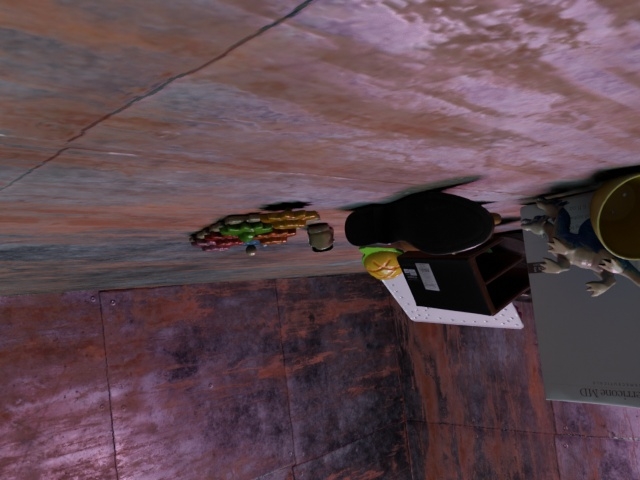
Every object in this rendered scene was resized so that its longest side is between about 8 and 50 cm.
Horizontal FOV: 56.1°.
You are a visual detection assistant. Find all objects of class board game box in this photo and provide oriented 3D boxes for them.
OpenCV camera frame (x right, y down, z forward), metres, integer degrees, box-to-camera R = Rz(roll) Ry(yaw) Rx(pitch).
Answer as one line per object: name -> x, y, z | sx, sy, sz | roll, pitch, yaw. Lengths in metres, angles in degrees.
board game box -> 0.396, 0.147, 1.872 | 0.390, 0.050, 0.390 | -1, 143, 35

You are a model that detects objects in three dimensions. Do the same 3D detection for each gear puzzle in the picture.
gear puzzle -> -0.094, -0.011, 1.005 | 0.175, 0.044, 0.339 | -3, 174, -28

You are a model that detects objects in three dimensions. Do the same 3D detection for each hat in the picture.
hat -> 0.606, 0.115, 1.874 | 0.331, 0.134, 0.331 | 29, 169, 6

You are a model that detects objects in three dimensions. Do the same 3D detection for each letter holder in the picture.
letter holder -> 0.379, 0.062, 1.516 | 0.214, 0.152, 0.302 | -29, -169, -23

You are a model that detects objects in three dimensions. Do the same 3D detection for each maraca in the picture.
maraca -> 0.173, 0.046, 1.649 | 0.127, 0.099, 0.186 | -12, 147, 14

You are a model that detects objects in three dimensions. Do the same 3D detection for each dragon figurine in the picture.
dragon figurine -> 0.465, 0.014, 1.001 | 0.289, 0.085, 0.144 | 24, -135, 29

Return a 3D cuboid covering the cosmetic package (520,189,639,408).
cosmetic package -> 0.530, 0.106, 1.132 | 0.156, 0.385, 0.217 | -1, 172, -40

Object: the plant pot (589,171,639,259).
plant pot -> 0.471, -0.049, 0.924 | 0.134, 0.134, 0.095 | -6, -160, 1

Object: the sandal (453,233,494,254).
sandal -> 0.288, 0.005, 1.376 | 0.219, 0.060, 0.090 | -6, -172, -15

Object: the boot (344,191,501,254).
boot -> 0.224, -0.021, 1.005 | 0.280, 0.096, 0.264 | -2, 173, -45

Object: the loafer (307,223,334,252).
loafer -> 0.000, 0.000, 1.189 | 0.056, 0.050, 0.148 | -7, 174, 7

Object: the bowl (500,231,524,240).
bowl -> 0.637, 0.005, 1.929 | 0.142, 0.053, 0.142 | -8, 173, 14
